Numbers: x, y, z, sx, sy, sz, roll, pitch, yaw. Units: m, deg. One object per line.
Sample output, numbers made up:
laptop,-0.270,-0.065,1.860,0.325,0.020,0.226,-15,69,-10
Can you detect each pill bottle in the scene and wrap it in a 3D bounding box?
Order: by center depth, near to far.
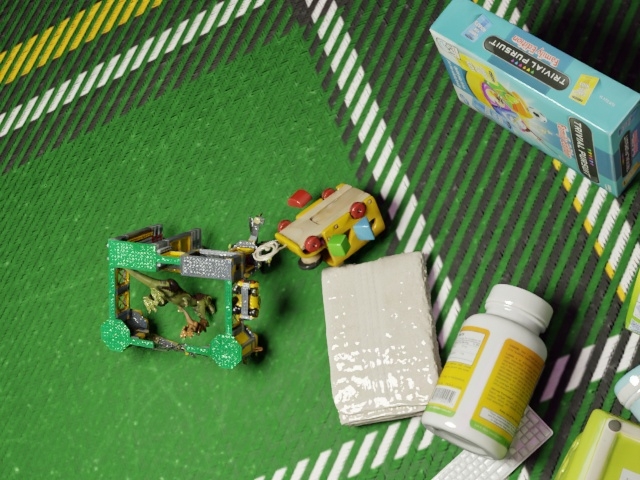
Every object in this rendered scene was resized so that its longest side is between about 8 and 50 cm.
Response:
pill bottle,0.263,0.197,1.395,0.136,0.136,0.245,20,73,25

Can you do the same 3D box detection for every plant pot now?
plant pot,0.414,0.371,1.205,0.228,0.207,0.227,21,58,19

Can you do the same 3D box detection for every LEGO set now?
LEGO set,-0.221,0.087,1.626,0.331,0.192,0.255,-2,100,22

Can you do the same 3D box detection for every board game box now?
board game box,0.349,-0.227,1.454,0.336,0.254,0.079,38,88,27

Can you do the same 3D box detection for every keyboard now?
keyboard,0.244,0.358,1.419,0.256,0.014,0.072,-43,63,2

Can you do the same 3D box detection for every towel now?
towel,0.103,0.162,1.522,0.187,0.049,0.282,-11,67,15

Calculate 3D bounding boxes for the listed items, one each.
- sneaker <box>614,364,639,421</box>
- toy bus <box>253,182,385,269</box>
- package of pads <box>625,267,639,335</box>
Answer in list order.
sneaker,0.605,0.214,1.281,0.319,0.127,0.208,-35,61,16
toy bus,0.012,-0.005,1.555,0.202,0.104,0.191,-11,36,20
package of pads,0.540,-0.025,1.272,0.101,0.229,0.296,24,56,25
